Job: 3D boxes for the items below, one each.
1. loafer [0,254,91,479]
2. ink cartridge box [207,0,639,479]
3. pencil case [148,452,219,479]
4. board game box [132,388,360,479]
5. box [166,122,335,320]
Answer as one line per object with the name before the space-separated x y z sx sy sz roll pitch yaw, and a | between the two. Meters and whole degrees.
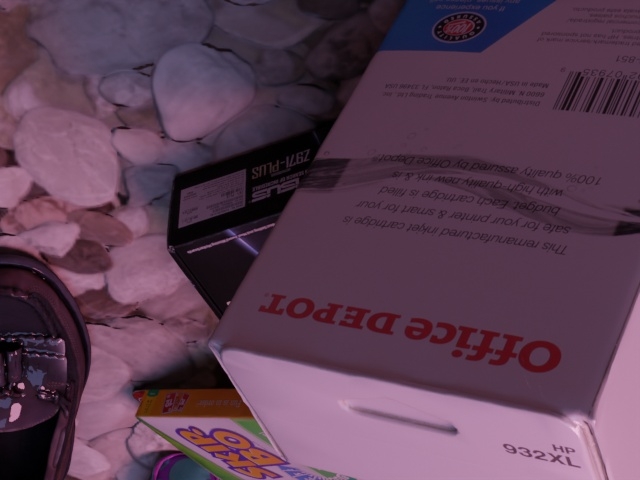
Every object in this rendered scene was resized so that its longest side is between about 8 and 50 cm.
loafer | -0.249 0.143 1.140 0.109 0.095 0.302 4 135 -5
ink cartridge box | 0.111 -0.005 0.801 0.223 0.307 0.129 9 143 30
pencil case | -0.140 0.268 1.291 0.070 0.064 0.151 28 134 6
board game box | -0.041 0.165 1.141 0.259 0.039 0.124 -3 143 44
box | 0.000 0.000 1.011 0.180 0.077 0.147 -17 134 16
